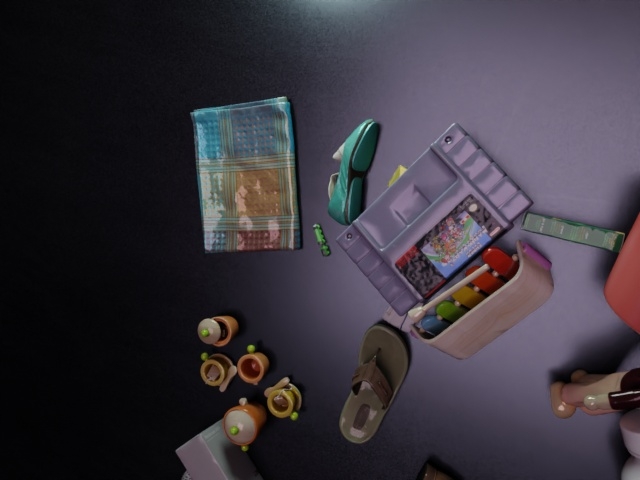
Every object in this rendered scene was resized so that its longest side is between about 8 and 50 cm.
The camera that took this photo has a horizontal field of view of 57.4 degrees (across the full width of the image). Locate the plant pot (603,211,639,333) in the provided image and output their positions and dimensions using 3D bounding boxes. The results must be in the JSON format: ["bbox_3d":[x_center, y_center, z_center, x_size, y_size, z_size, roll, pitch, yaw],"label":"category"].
[{"bbox_3d":[0.648,0.045,1.016,0.275,0.275,0.243,32,124,15],"label":"plant pot"}]

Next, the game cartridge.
[{"bbox_3d":[0.224,-0.034,1.198,0.355,0.068,0.230,-45,71,21],"label":"game cartridge"}]

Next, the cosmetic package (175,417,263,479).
[{"bbox_3d":[-0.243,0.587,1.479,0.107,0.127,0.237,-34,85,20],"label":"cosmetic package"}]

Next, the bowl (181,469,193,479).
[{"bbox_3d":[-0.318,0.686,1.538,0.170,0.080,0.170,2,95,21],"label":"bowl"}]

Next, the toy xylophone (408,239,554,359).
[{"bbox_3d":[0.317,0.124,1.193,0.323,0.236,0.081,-37,39,19],"label":"toy xylophone"}]

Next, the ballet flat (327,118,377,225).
[{"bbox_3d":[0.062,-0.159,1.333,0.087,0.083,0.247,16,98,32],"label":"ballet flat"}]

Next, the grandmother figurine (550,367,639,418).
[{"bbox_3d":[0.576,0.266,1.052,0.208,0.342,0.104,-29,84,-21],"label":"grandmother figurine"}]

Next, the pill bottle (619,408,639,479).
[{"bbox_3d":[0.700,0.520,1.076,0.229,0.229,0.407,-17,89,20],"label":"pill bottle"}]

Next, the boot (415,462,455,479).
[{"bbox_3d":[0.227,0.667,1.331,0.115,0.112,0.305,26,101,5],"label":"boot"}]

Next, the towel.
[{"bbox_3d":[-0.186,-0.155,1.443,0.272,0.040,0.369,-3,94,21],"label":"towel"}]

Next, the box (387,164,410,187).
[{"bbox_3d":[0.261,-0.079,1.262,0.232,0.087,0.058,35,106,13],"label":"box"}]

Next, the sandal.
[{"bbox_3d":[0.120,0.341,1.346,0.120,0.086,0.302,18,100,18],"label":"sandal"}]

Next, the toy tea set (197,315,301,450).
[{"bbox_3d":[-0.212,0.348,1.447,0.200,0.124,0.336,-43,80,18],"label":"toy tea set"}]

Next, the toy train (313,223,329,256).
[{"bbox_3d":[0.000,0.000,1.395,0.017,0.024,0.083,-21,87,20],"label":"toy train"}]

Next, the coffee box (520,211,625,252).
[{"bbox_3d":[0.498,-0.019,1.168,0.184,0.113,0.040,15,96,20],"label":"coffee box"}]

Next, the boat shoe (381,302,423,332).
[{"bbox_3d":[0.208,0.078,1.289,0.084,0.095,0.258,24,101,12],"label":"boat shoe"}]
